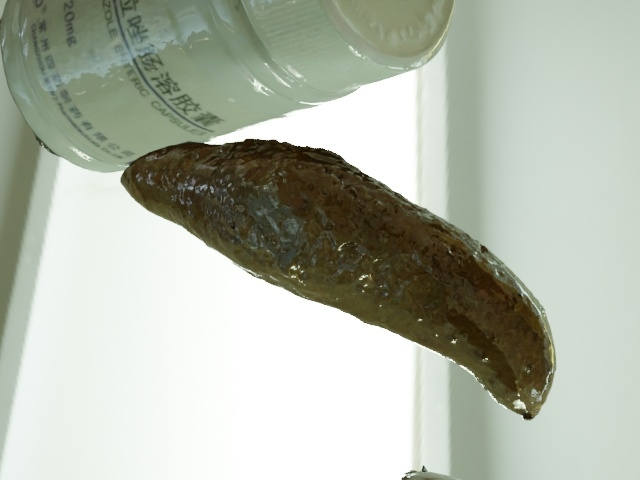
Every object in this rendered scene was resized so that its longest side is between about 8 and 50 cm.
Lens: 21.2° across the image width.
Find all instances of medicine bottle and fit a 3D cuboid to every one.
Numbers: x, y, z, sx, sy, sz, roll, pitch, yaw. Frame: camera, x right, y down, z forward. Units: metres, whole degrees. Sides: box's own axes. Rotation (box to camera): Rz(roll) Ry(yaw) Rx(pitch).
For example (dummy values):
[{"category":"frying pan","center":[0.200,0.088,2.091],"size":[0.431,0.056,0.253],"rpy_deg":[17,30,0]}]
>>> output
[{"category":"medicine bottle","center":[-0.072,-0.178,1.315],"size":[0.332,0.190,0.190],"rpy_deg":[-16,-144,40]}]

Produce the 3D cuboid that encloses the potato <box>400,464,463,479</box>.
[{"category":"potato","center":[0.084,0.169,0.924],"size":[0.089,0.100,0.172],"rpy_deg":[-7,-147,25]}]

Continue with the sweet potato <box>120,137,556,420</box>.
[{"category":"sweet potato","center":[0.002,-0.002,1.101],"size":[0.341,0.114,0.092],"rpy_deg":[26,-125,22]}]
